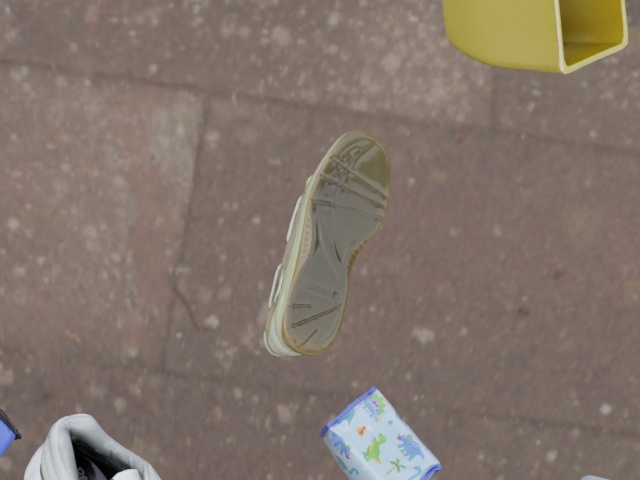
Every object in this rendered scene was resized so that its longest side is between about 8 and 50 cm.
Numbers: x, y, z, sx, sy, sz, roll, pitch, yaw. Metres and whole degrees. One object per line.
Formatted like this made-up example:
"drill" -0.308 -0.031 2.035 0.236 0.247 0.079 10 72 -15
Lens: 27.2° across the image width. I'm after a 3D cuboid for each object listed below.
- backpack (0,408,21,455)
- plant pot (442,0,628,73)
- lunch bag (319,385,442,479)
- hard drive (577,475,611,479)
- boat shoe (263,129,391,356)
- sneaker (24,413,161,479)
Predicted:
"backpack" -0.285 0.121 0.896 0.101 0.098 0.120 -43 29 -22
"plant pot" 0.113 -0.139 0.735 0.083 0.081 0.081 5 20 38
"lunch bag" 0.065 0.255 1.565 0.096 0.151 0.129 -36 78 -21
"hard drive" 0.143 0.295 0.995 0.054 0.172 0.254 39 48 -2
"boat shoe" 0.001 0.001 0.842 0.056 0.048 0.153 23 72 -24
"sneaker" -0.169 0.284 1.262 0.292 0.118 0.110 41 50 13
